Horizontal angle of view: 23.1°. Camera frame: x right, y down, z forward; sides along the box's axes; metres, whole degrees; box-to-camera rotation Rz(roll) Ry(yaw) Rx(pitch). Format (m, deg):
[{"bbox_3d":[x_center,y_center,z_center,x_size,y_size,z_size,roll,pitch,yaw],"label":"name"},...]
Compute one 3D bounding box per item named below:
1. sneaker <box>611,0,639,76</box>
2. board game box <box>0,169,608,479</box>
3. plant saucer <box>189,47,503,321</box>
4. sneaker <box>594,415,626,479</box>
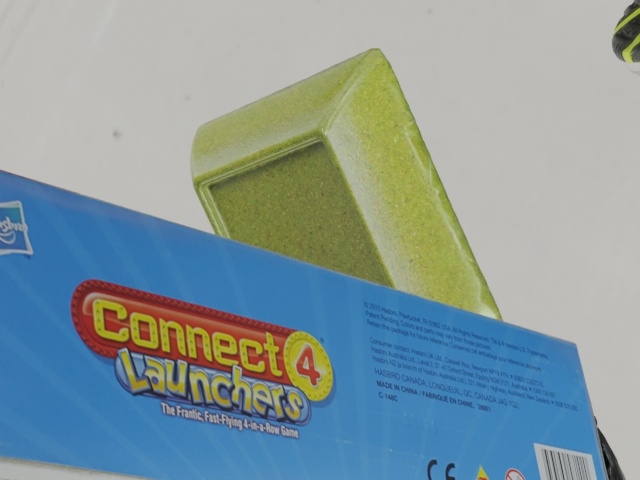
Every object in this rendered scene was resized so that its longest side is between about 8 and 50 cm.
[{"bbox_3d":[0.456,-0.189,1.422,0.147,0.385,0.145,43,65,-31],"label":"sneaker"},{"bbox_3d":[-0.101,0.101,0.579,0.308,0.302,0.086,18,55,-46],"label":"board game box"},{"bbox_3d":[0.000,0.000,0.956,0.045,0.188,0.188,-29,97,-41],"label":"plant saucer"},{"bbox_3d":[0.126,0.143,0.934,0.109,0.286,0.130,-17,116,-20],"label":"sneaker"}]
